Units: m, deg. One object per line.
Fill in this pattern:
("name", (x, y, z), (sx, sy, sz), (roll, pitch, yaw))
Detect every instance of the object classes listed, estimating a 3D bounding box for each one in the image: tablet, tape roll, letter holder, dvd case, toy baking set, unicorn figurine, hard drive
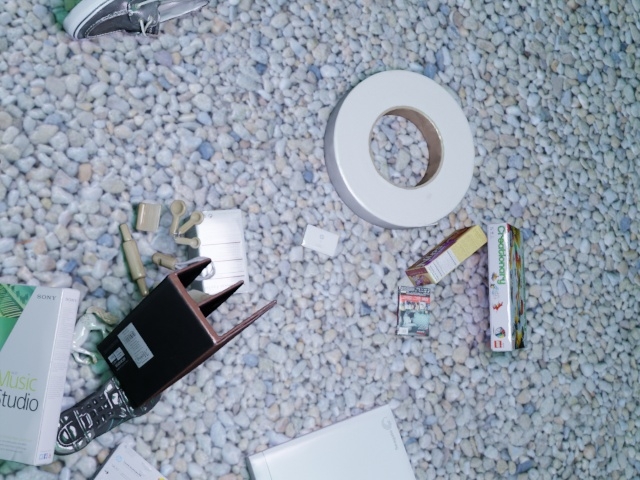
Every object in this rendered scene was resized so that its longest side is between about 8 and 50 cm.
("tablet", (0.000, 0.000, 1.714), (0.083, 0.006, 0.054), (20, 77, -19))
("tape roll", (0.198, -0.219, 1.781), (0.392, 0.072, 0.392), (2, 84, -22))
("letter holder", (-0.257, 0.164, 1.433), (0.152, 0.302, 0.214), (54, 38, 5))
("dvd case", (0.228, 0.173, 1.781), (0.087, 0.013, 0.119), (5, 81, -21))
("toy baking set", (-0.316, 0.032, 1.509), (0.197, 0.030, 0.256), (-17, 83, 18))
("unicorn figurine", (-0.490, 0.202, 1.476), (0.111, 0.060, 0.162), (39, 56, -13))
("hard drive", (0.034, 0.535, 1.628), (0.353, 0.047, 0.233), (-15, 79, -22))

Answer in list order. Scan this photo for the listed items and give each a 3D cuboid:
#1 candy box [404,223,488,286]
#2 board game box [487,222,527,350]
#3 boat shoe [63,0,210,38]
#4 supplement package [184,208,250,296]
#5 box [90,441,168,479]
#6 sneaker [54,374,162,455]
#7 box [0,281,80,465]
("candy box", (0.307, 0.038, 1.776), (0.187, 0.109, 0.053), (-35, 96, -21))
("board game box", (0.464, 0.117, 1.801), (0.193, 0.053, 0.305), (11, 78, -63))
("boat shoe", (-0.379, -0.497, 1.556), (0.335, 0.121, 0.119), (-35, 93, -23))
("supplement package", (-0.224, 0.030, 1.569), (0.105, 0.105, 0.179), (-5, 87, -24))
("box", (-0.396, 0.516, 1.436), (0.145, 0.038, 0.186), (45, 41, -12))
("sneaker", (-0.441, 0.337, 1.460), (0.267, 0.106, 0.101), (-24, 88, -42))
("box", (-0.586, 0.239, 1.361), (0.232, 0.058, 0.322), (3, 79, 18))
